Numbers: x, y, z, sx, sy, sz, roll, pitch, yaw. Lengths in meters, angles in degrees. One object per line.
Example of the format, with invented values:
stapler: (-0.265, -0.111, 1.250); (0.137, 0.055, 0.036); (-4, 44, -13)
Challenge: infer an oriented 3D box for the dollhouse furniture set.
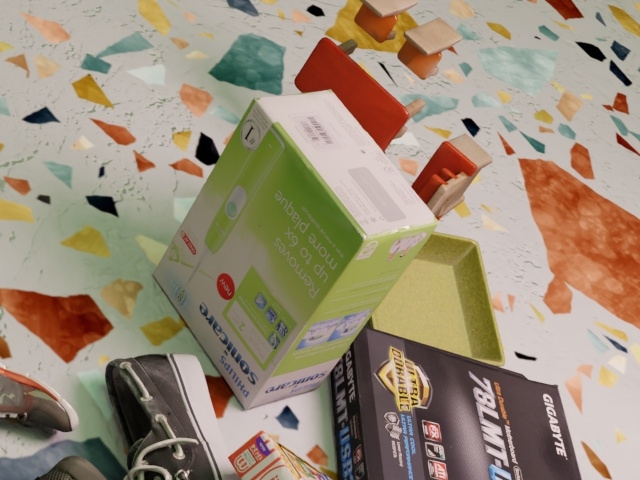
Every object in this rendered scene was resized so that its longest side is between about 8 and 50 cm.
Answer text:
dollhouse furniture set: (0.076, -0.142, 1.811); (0.259, 0.262, 0.135); (43, 34, 13)

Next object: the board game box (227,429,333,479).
board game box: (0.004, 0.272, 1.387); (0.147, 0.045, 0.193); (53, 4, 35)

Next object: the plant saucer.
plant saucer: (0.125, 0.073, 1.816); (0.188, 0.045, 0.188); (11, 52, -28)

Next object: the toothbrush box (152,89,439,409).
toothbrush box: (-0.035, 0.010, 1.586); (0.122, 0.283, 0.206); (-13, 57, -43)

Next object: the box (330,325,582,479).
box: (0.159, 0.254, 1.640); (0.293, 0.073, 0.295); (17, 41, -20)

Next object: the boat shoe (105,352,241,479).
boat shoe: (-0.144, 0.223, 1.412); (0.105, 0.113, 0.306); (3, 43, -25)

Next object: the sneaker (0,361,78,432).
sneaker: (-0.312, 0.155, 1.422); (0.158, 0.061, 0.065); (29, 64, -5)

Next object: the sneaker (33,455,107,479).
sneaker: (-0.195, 0.302, 1.310); (0.227, 0.087, 0.130); (41, 39, 14)
